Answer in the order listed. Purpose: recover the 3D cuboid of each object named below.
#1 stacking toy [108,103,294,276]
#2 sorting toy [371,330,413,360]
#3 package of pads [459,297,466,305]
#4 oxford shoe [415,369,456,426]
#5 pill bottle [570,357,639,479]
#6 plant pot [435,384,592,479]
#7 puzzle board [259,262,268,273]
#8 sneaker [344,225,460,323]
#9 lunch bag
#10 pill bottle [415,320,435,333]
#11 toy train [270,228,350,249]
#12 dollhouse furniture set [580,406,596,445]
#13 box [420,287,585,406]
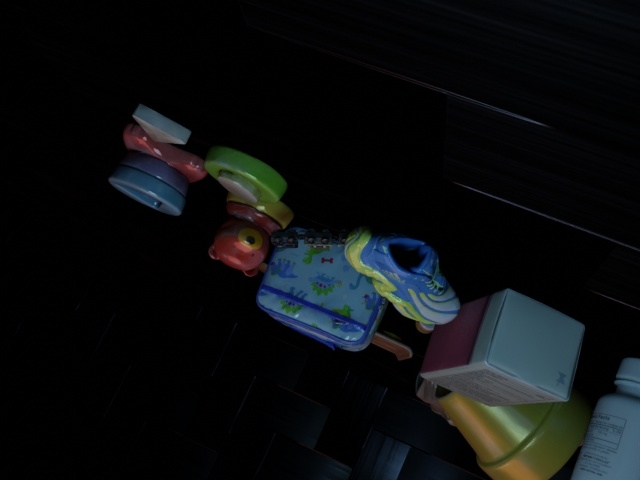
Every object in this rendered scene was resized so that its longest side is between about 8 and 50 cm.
[{"bbox_3d":[-0.198,-0.067,1.203,0.309,0.130,0.279,25,168,-3],"label":"stacking toy"},{"bbox_3d":[0.150,0.260,2.087,0.208,0.038,0.193,29,167,1],"label":"sorting toy"},{"bbox_3d":[0.220,0.114,1.364,0.050,0.032,0.083,26,167,-10],"label":"package of pads"},{"bbox_3d":[0.336,0.366,1.915,0.130,0.169,0.449,45,168,2],"label":"oxford shoe"},{"bbox_3d":[0.489,0.309,1.195,0.131,0.229,0.131,23,167,6],"label":"pill bottle"},{"bbox_3d":[0.375,0.339,1.554,0.239,0.254,0.254,41,166,-2],"label":"plant pot"},{"bbox_3d":[-0.112,0.082,1.911,0.128,0.011,0.096,31,165,-26],"label":"puzzle board"},{"bbox_3d":[0.148,0.061,1.158,0.240,0.091,0.126,32,165,-25],"label":"sneaker"},{"bbox_3d":[0.010,0.086,1.324,0.219,0.176,0.090,22,167,16],"label":"lunch bag"},{"bbox_3d":[0.218,0.166,1.552,0.043,0.043,0.083,24,167,6],"label":"pill bottle"},{"bbox_3d":[0.000,0.000,1.206,0.158,0.027,0.036,0,145,-1],"label":"toy train"},{"bbox_3d":[0.645,0.398,1.656,0.182,0.101,0.161,28,142,-10],"label":"dollhouse furniture set"},{"bbox_3d":[0.285,0.179,1.223,0.148,0.127,0.232,25,159,-11],"label":"box"}]
